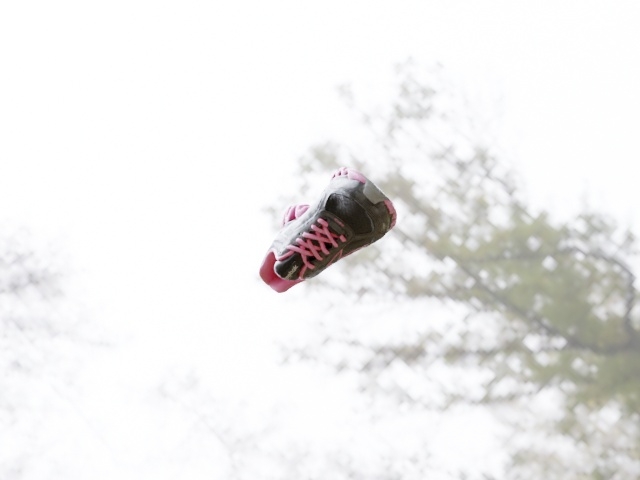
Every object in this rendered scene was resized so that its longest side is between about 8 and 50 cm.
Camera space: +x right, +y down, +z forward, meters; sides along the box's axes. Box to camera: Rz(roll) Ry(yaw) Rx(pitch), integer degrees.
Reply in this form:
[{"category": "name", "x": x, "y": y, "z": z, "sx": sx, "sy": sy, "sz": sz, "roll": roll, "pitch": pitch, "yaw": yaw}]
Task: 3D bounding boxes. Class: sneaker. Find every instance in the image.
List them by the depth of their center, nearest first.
[{"category": "sneaker", "x": 0.000, "y": 0.000, "z": 0.928, "sx": 0.057, "sy": 0.047, "sz": 0.119, "roll": -48, "pitch": 5, "yaw": -29}]
